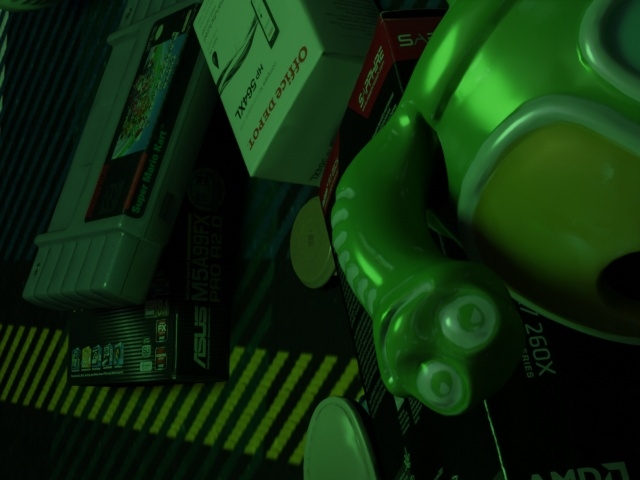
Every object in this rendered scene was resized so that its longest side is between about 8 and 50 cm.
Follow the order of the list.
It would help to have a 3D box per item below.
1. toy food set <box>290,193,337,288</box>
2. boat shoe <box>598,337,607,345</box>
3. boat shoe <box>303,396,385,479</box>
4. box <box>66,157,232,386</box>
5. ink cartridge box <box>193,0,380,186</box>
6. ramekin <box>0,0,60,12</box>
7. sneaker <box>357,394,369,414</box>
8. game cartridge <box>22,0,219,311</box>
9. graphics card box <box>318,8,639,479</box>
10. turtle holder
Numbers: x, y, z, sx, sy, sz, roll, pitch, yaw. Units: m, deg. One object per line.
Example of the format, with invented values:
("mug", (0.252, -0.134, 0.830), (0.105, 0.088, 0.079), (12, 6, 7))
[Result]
("toy food set", (0.000, 0.000, 1.354), (0.083, 0.020, 0.083), (-43, 50, 49))
("boat shoe", (0.189, 0.043, 1.012), (0.142, 0.049, 0.040), (-42, 56, 57))
("boat shoe", (0.044, 0.213, 1.165), (0.075, 0.065, 0.206), (-20, 83, 44))
("box", (-0.180, 0.040, 1.609), (0.270, 0.060, 0.216), (-10, 77, 58))
("ink cartridge box", (-0.024, -0.169, 1.357), (0.148, 0.086, 0.203), (-58, 39, 36))
("ramekin", (-0.331, -0.374, 1.797), (0.109, 0.207, 0.207), (-12, 75, 48))
("sneaker", (0.054, 0.125, 1.215), (0.059, 0.053, 0.144), (6, 90, 61))
("game cartridge", (-0.180, -0.105, 1.537), (0.230, 0.068, 0.355), (-13, 57, 63))
("graphics card box", (0.094, 0.059, 1.063), (0.233, 0.094, 0.371), (111, 151, -57))
("turtle holder", (0.161, -0.058, 0.818), (0.227, 0.320, 0.243), (45, 127, 29))
